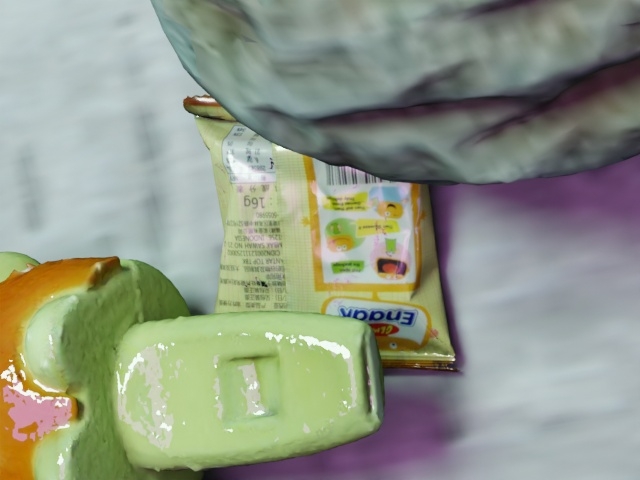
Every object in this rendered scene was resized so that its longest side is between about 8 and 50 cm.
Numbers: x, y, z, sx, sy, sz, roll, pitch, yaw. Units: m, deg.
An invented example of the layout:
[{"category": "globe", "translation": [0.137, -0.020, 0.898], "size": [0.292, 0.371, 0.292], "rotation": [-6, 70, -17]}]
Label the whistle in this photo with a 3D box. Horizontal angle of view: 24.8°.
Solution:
[{"category": "whistle", "translation": [-0.111, 0.067, 0.587], "size": [0.289, 0.106, 0.131], "rotation": [-8, 85, 26]}]

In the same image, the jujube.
[{"category": "jujube", "translation": [0.088, -0.139, 0.452], "size": [0.317, 0.226, 0.226], "rotation": [-15, 91, 26]}]

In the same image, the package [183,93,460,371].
[{"category": "package", "translation": [0.000, -0.002, 0.591], "size": [0.108, 0.031, 0.120], "rotation": [0, 103, 21]}]
